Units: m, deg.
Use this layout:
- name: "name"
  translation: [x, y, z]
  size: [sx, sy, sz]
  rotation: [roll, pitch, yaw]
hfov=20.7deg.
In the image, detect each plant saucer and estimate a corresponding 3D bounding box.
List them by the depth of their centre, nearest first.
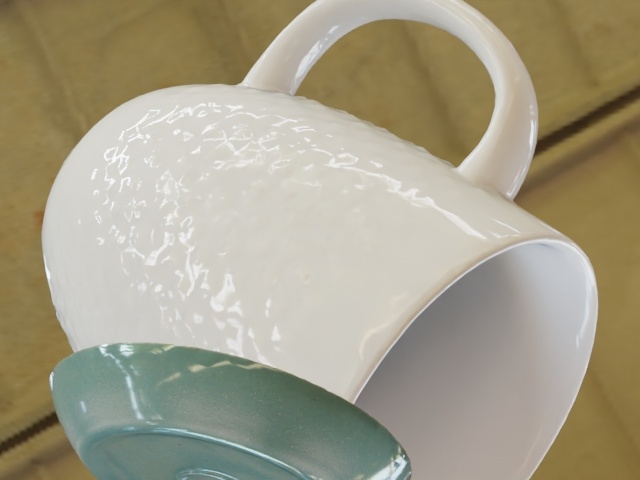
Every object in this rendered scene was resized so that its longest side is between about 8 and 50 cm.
- name: "plant saucer"
  translation: [-0.032, 0.070, 0.554]
  size: [0.119, 0.119, 0.021]
  rotation: [31, -122, -25]

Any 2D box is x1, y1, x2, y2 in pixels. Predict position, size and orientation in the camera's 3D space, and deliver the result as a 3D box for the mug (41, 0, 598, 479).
- name: "mug"
  translation: [0.000, 0.000, 1.185]
  size: [0.374, 0.328, 0.276]
  rotation: [-59, -33, 5]
